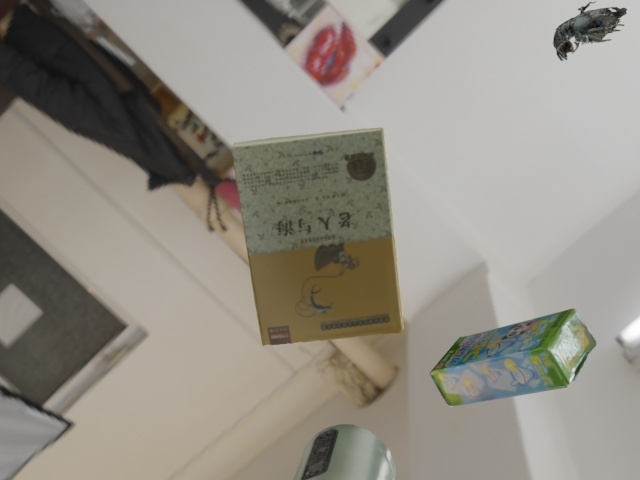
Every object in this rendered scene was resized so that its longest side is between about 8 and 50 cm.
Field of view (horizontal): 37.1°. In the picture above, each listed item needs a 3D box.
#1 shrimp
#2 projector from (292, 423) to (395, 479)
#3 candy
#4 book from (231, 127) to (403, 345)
[{"bbox_3d":[0.444,-0.353,1.619,0.174,0.076,0.082,-22,-139,65],"label":"shrimp"},{"bbox_3d":[0.012,0.269,0.881,0.108,0.108,0.337,-43,-179,9],"label":"projector"},{"bbox_3d":[0.245,0.154,1.227,0.194,0.062,0.097,-22,-166,45],"label":"candy"},{"bbox_3d":[0.000,0.000,1.692,0.269,0.389,0.032,-7,-160,3],"label":"book"}]
